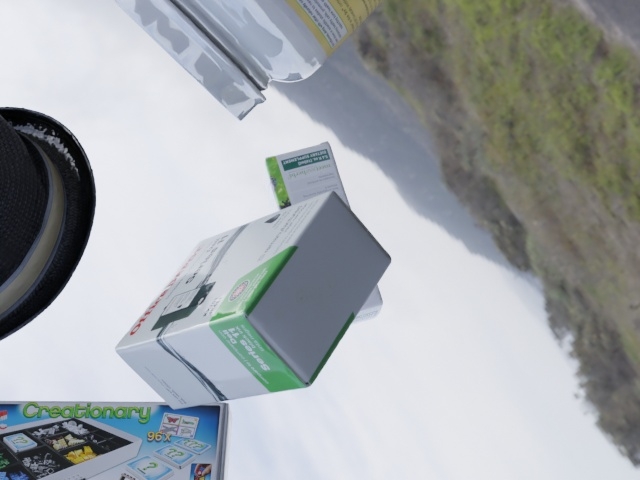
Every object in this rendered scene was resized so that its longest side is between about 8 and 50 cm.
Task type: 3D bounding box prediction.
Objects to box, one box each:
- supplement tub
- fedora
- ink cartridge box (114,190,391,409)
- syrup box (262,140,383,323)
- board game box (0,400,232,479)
[{"bbox_3d":[-0.031,-0.294,0.921,0.241,0.331,0.241,44,-179,-1],"label":"supplement tub"},{"bbox_3d":[-0.412,-0.044,1.148,0.334,0.334,0.152,58,173,30],"label":"fedora"},{"bbox_3d":[-0.062,0.057,0.900,0.087,0.208,0.153,49,-128,-19],"label":"ink cartridge box"},{"bbox_3d":[0.000,0.000,1.394,0.096,0.093,0.237,106,147,-72],"label":"syrup box"},{"bbox_3d":[-0.251,0.265,1.095,0.053,0.305,0.193,84,-172,-57],"label":"board game box"}]
